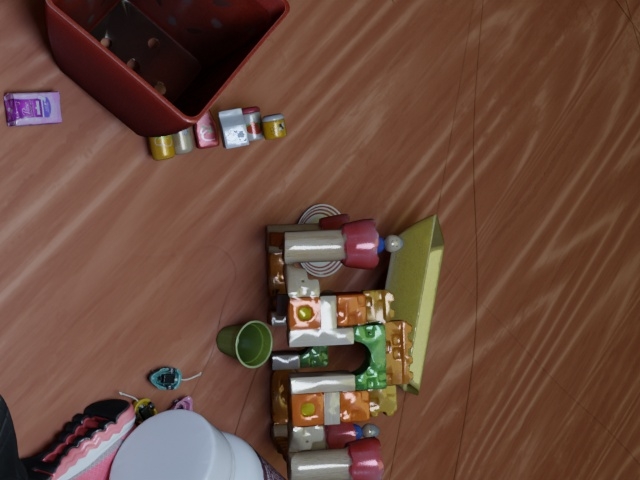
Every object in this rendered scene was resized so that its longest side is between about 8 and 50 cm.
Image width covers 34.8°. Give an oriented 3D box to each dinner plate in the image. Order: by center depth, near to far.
[{"bbox_3d":[0.000,0.000,1.978,0.141,0.017,0.141,-2,93,-44],"label":"dinner plate"}]

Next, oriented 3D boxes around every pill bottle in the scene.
[{"bbox_3d":[-0.158,0.448,1.661,0.224,0.224,0.392,-60,139,-23],"label":"pill bottle"}]

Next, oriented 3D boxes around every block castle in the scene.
[{"bbox_3d":[0.028,0.183,1.788,0.213,0.303,0.453,-2,93,-10],"label":"block castle"}]

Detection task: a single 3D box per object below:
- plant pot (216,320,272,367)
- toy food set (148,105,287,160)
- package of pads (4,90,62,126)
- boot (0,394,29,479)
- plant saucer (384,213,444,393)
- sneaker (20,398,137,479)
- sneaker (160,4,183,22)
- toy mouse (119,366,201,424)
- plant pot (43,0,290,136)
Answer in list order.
[{"bbox_3d":[-0.141,0.181,1.811,0.083,0.079,0.083,-1,92,-42],"label":"plant pot"},{"bbox_3d":[-0.180,-0.209,1.728,0.232,0.111,0.104,-12,101,-10],"label":"toy food set"},{"bbox_3d":[-0.436,-0.201,1.556,0.083,0.032,0.050,-10,96,-42],"label":"package of pads"},{"bbox_3d":[-0.544,0.318,1.337,0.138,0.284,0.377,-74,172,-48],"label":"boot"},{"bbox_3d":[0.173,0.132,2.018,0.333,0.081,0.333,49,51,-77],"label":"plant saucer"},{"bbox_3d":[-0.388,0.381,1.566,0.314,0.116,0.136,-36,116,-36],"label":"sneaker"},{"bbox_3d":[-0.201,-0.531,1.697,0.315,0.127,0.182,-53,126,-26],"label":"sneaker"},{"bbox_3d":[-0.260,0.268,1.737,0.143,0.031,0.161,-45,120,-32],"label":"toy mouse"},{"bbox_3d":[-0.254,-0.309,1.551,0.267,0.236,0.267,40,63,-9],"label":"plant pot"}]
